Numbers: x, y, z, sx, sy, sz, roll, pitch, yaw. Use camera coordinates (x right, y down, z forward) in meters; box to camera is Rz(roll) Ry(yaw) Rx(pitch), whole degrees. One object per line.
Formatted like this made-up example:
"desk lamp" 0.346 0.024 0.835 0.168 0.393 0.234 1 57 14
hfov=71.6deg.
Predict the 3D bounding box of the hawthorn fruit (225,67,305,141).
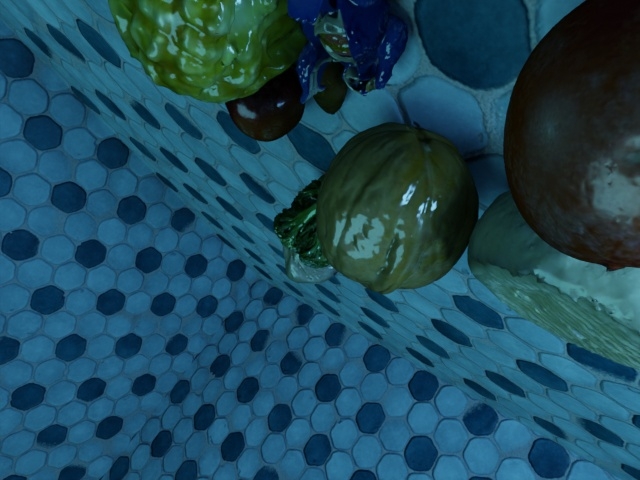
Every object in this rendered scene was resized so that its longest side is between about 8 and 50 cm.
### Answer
"hawthorn fruit" -0.114 -0.282 0.927 0.169 0.169 0.188 34 162 11

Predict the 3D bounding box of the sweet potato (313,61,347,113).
"sweet potato" 0.008 -0.301 0.771 0.075 0.075 0.269 30 158 22

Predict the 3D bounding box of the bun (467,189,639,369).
"bun" 0.395 0.030 0.654 0.359 0.211 0.360 34 174 4

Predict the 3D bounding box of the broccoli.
"broccoli" 0.029 -0.049 1.119 0.269 0.254 0.269 27 154 15

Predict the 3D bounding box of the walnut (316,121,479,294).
"walnut" 0.133 -0.047 0.799 0.252 0.277 0.313 43 131 36

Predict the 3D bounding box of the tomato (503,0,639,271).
"tomato" 0.297 -0.107 0.384 0.265 0.265 0.265 34 163 12

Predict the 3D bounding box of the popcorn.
"popcorn" -0.156 -0.341 0.647 0.274 0.279 0.335 7 146 4

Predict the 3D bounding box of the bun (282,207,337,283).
"bun" -0.004 0.012 1.385 0.205 0.281 0.281 4 152 16

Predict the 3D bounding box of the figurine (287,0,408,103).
"figurine" 0.041 -0.302 0.647 0.164 0.121 0.262 -4 166 1
